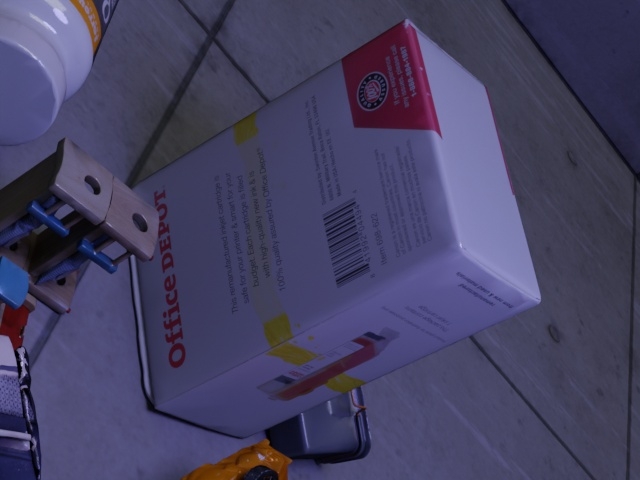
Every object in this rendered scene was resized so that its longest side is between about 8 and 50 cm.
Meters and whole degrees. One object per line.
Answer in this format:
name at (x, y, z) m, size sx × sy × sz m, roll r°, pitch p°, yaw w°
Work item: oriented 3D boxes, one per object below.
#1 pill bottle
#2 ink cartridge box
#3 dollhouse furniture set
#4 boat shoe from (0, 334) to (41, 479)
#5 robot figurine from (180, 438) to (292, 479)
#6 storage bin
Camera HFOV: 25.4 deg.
pill bottle at (-0.294, -0.230, 1.429) m, size 0.162 × 0.162 × 0.278 m, roll 44°, pitch 33°, yaw -27°
ink cartridge box at (0.000, 0.000, 1.460) m, size 0.160 × 0.384 × 0.279 m, roll 30°, pitch 41°, yaw -47°
dollhouse furniture set at (-0.245, 0.032, 1.306) m, size 0.129 × 0.129 × 0.184 m, roll 40°, pitch 34°, yaw -32°
boat shoe at (-0.337, 0.151, 0.962) m, size 0.340 × 0.127 × 0.158 m, roll 1°, pitch 60°, yaw -39°
robot figurine at (-0.098, 0.283, 1.251) m, size 0.291 × 0.211 × 0.085 m, roll -26°, pitch 126°, yaw -41°
storage bin at (-0.007, 0.183, 1.574) m, size 0.091 × 0.098 × 0.135 m, roll -2°, pitch 78°, yaw -47°
